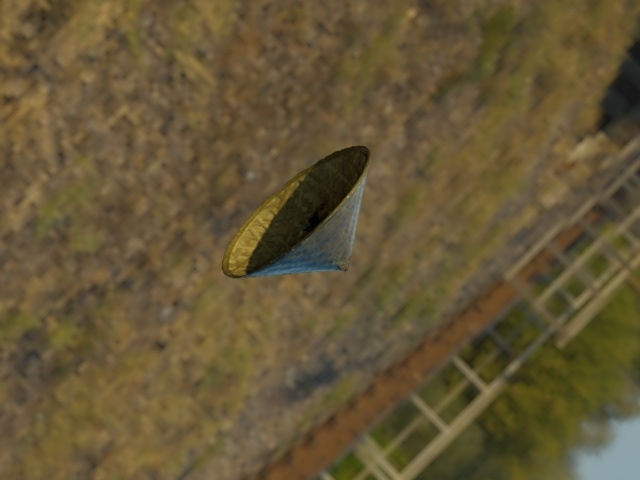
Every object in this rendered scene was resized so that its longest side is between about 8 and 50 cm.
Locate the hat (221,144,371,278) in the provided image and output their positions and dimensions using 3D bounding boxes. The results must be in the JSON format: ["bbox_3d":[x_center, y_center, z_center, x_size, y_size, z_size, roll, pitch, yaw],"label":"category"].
[{"bbox_3d":[0.000,0.000,1.396,0.146,0.067,0.146,-36,-161,14],"label":"hat"}]
